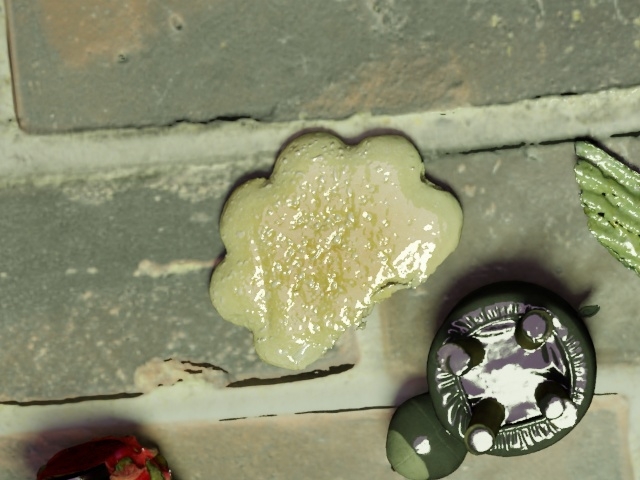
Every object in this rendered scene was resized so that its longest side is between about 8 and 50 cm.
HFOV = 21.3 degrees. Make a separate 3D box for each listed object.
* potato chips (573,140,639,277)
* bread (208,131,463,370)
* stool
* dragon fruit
[{"bbox_3d":[0.305,-0.007,1.563,0.207,0.028,0.092,32,100,1],"label":"potato chips"},{"bbox_3d":[0.000,0.000,1.608,0.251,0.039,0.182,-38,92,13],"label":"bread"},{"bbox_3d":[0.163,0.141,1.553,0.153,0.139,0.228,28,99,5],"label":"stool"},{"bbox_3d":[-0.209,0.283,1.628,0.166,0.160,0.172,-23,106,-32],"label":"dragon fruit"}]
